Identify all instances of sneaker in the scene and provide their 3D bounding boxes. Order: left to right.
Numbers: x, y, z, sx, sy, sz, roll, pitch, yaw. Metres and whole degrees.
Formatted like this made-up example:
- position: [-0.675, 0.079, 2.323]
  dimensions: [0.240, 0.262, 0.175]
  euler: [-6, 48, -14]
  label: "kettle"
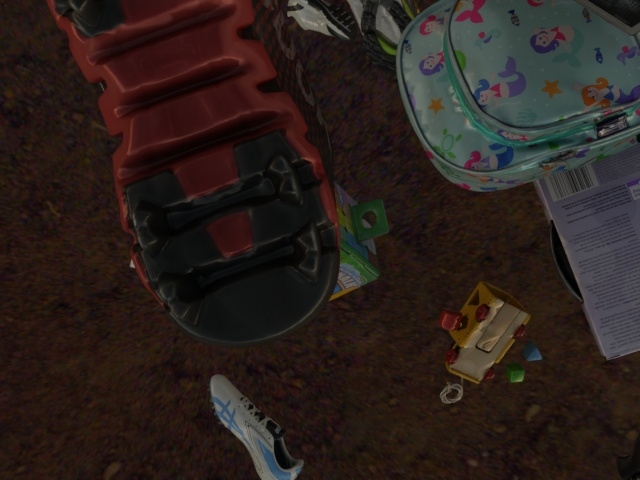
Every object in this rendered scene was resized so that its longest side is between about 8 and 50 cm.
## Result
- position: [-0.059, -0.091, 0.365]
  dimensions: [0.098, 0.135, 0.276]
  euler: [-16, 92, 5]
  label: "sneaker"
- position: [-0.117, 0.334, 1.385]
  dimensions: [0.086, 0.085, 0.237]
  euler: [-37, 89, 13]
  label: "sneaker"
- position: [0.001, -0.283, 0.983]
  dimensions: [0.109, 0.043, 0.040]
  euler: [41, 47, 17]
  label: "sneaker"
- position: [0.082, -0.417, 1.211]
  dimensions: [0.111, 0.121, 0.300]
  euler: [-11, 122, 17]
  label: "sneaker"

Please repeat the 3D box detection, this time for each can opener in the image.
- position: [0.435, 0.288, 1.013]
  dimensions: [0.059, 0.186, 0.073]
  euler: [-22, 52, -5]
  label: "can opener"

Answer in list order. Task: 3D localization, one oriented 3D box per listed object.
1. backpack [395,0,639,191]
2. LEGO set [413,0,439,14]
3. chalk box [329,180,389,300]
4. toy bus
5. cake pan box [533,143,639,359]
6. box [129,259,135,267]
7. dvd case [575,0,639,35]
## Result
- position: [0.209, -0.173, 0.802]
  dimensions: [0.253, 0.191, 0.225]
  euler: [-20, 79, 15]
  label: "backpack"
- position: [0.208, -0.562, 1.448]
  dimensions: [0.192, 0.331, 0.255]
  euler: [-13, 59, -20]
  label: "LEGO set"
- position: [0.000, 0.000, 1.566]
  dimensions: [0.289, 0.179, 0.180]
  euler: [-28, 48, 23]
  label: "chalk box"
- position: [0.291, 0.175, 1.425]
  dimensions: [0.202, 0.104, 0.191]
  euler: [-16, 115, -3]
  label: "toy bus"
- position: [0.408, -0.012, 0.905]
  dimensions: [0.267, 0.070, 0.245]
  euler: [-22, 77, 13]
  label: "cake pan box"
- position: [-0.288, 0.023, 1.634]
  dimensions: [0.203, 0.103, 0.114]
  euler: [8, 86, 27]
  label: "box"
- position: [0.191, -0.225, 0.565]
  dimensions: [0.179, 0.239, 0.029]
  euler: [34, 101, 4]
  label: "dvd case"
